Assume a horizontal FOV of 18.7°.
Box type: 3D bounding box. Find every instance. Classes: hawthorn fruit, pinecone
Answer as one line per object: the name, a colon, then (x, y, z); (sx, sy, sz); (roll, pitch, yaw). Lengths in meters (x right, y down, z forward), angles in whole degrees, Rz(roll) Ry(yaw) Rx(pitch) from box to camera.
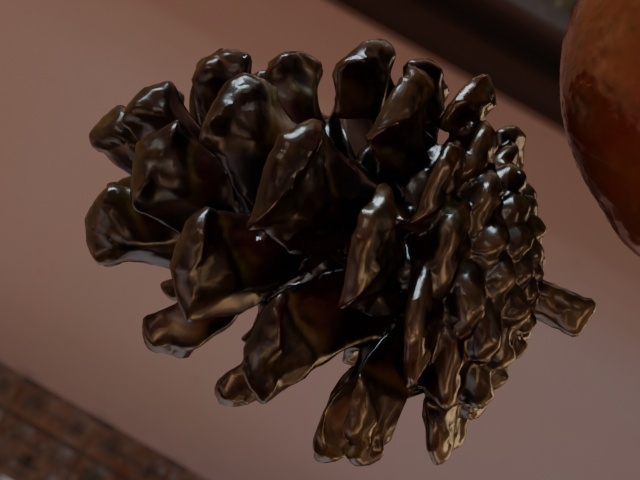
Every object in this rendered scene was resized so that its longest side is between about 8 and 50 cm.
hawthorn fruit: (0.239, -0.100, 1.103); (0.224, 0.224, 0.261); (-61, 14, 20)
pinecone: (0.000, 0.000, 1.095); (0.244, 0.309, 0.244); (-41, -41, -50)

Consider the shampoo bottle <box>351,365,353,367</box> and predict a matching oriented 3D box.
shampoo bottle: (0.068, 0.074, 1.562); (0.099, 0.072, 0.043); (-29, -32, 4)
